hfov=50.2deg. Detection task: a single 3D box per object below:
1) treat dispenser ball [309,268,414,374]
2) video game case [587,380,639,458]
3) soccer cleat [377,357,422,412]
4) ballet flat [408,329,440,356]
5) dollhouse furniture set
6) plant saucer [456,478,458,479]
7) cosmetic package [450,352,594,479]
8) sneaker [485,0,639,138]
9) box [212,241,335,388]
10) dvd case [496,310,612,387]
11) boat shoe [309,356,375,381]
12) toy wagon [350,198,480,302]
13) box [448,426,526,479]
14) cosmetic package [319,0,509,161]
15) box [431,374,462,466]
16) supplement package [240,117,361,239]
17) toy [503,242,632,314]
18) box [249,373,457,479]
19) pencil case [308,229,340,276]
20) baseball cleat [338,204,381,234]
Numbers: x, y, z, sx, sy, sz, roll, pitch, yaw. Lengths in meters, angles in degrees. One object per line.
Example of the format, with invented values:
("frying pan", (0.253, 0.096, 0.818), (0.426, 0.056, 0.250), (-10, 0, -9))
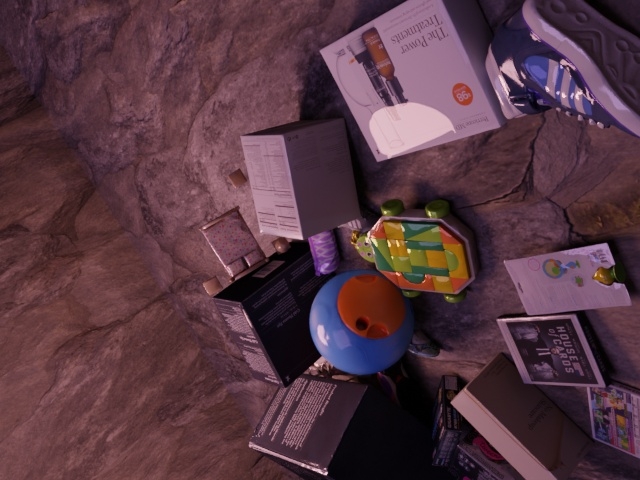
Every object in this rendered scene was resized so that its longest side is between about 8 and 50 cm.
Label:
("treat dispenser ball", (0.113, 0.221, 1.874), (0.288, 0.288, 0.288), (35, 145, 29))
("video game case", (0.689, 0.403, 1.521), (0.183, 0.023, 0.201), (17, 135, 46))
("soccer cleat", (0.206, 0.392, 2.110), (0.116, 0.108, 0.318), (8, 130, 56))
("ballet flat", (0.261, 0.282, 1.961), (0.188, 0.070, 0.070), (10, 129, 46))
("dollhouse furniture set", (-0.255, -0.046, 2.015), (0.303, 0.355, 0.174), (59, 177, -7))
("plant saucer", (0.521, 0.815, 2.005), (0.317, 0.044, 0.317), (38, 177, 3))
("cosmetic package", (0.498, 0.453, 1.704), (0.309, 0.160, 0.113), (43, 148, 15))
("sneaker", (0.420, -0.250, 1.148), (0.323, 0.130, 0.236), (45, 159, 6))
("box", (-0.104, 0.222, 2.127), (0.179, 0.343, 0.313), (1, 121, 52))
("dvd case", (0.526, 0.248, 1.561), (0.238, 0.029, 0.179), (-16, 100, 60))
("boat shoe", (0.033, 0.422, 2.325), (0.367, 0.156, 0.136), (8, 127, 52))
("toy wagon", (0.218, 0.027, 1.689), (0.344, 0.068, 0.267), (4, 125, 33))
("box", (0.505, 0.641, 1.903), (0.247, 0.142, 0.163), (35, 144, 27))
("cosmetic package", (0.193, -0.333, 1.394), (0.377, 0.097, 0.284), (-9, 116, 57))
("box", (0.359, 0.518, 1.960), (0.051, 0.175, 0.220), (5, 138, 2))
("supplement package", (-0.050, -0.162, 1.750), (0.198, 0.199, 0.263), (9, 115, 51))
("toy", (0.510, 0.075, 1.403), (0.237, 0.056, 0.137), (-14, 106, 53))
("box", (0.113, 0.672, 2.185), (0.480, 0.297, 0.471), (39, 158, -25))
("pencil case", (0.000, 0.000, 2.009), (0.086, 0.088, 0.206), (12, 132, 41))
("baseball cleat", (0.092, -0.074, 1.823), (0.205, 0.072, 0.110), (12, 124, 44))
